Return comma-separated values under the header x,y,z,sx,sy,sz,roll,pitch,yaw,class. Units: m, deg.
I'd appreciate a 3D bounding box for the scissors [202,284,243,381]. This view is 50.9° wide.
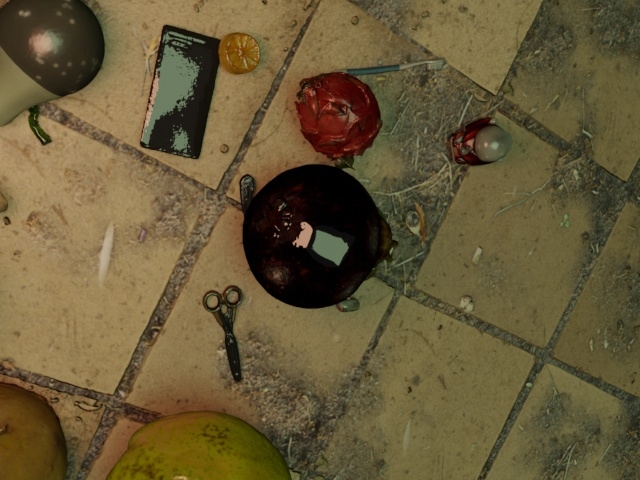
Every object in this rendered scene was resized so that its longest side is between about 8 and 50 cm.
x,y,z,sx,sy,sz,roll,pitch,yaw,class
-0.198,0.208,1.470,0.088,0.017,0.220,-13,106,-19,scissors

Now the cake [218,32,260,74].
x,y,z,sx,sy,sz,roll,pitch,yaw,class
-0.161,-0.373,1.345,0.084,0.044,0.084,-7,104,-31,cake

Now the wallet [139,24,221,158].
x,y,z,sx,sy,sz,roll,pitch,yaw,class
-0.274,-0.291,1.332,0.124,0.025,0.244,10,95,-26,wallet

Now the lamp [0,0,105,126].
x,y,z,sx,sy,sz,roll,pitch,yaw,class
-0.519,-0.309,1.183,0.314,0.182,0.182,-30,114,21,lamp

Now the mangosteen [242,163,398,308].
x,y,z,sx,sy,sz,roll,pitch,yaw,class
-0.010,-0.010,1.373,0.296,0.313,0.297,2,96,16,mangosteen

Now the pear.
x,y,z,sx,sy,sz,roll,pitch,yaw,class
-0.253,0.515,1.327,0.391,0.391,0.391,-5,102,-21,pear

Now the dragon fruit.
x,y,z,sx,sy,sz,roll,pitch,yaw,class
0.040,-0.255,1.387,0.172,0.172,0.209,-37,126,-11,dragon fruit

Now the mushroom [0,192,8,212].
x,y,z,sx,sy,sz,roll,pitch,yaw,class
-0.688,0.045,1.096,0.356,0.315,0.315,-12,105,-19,mushroom

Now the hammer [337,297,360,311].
x,y,z,sx,sy,sz,roll,pitch,yaw,class
0.063,0.123,1.553,0.052,0.031,0.083,-5,92,-24,hammer

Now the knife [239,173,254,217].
x,y,z,sx,sy,sz,roll,pitch,yaw,class
-0.153,-0.080,1.428,0.031,0.018,0.121,-8,106,-18,knife

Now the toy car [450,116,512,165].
x,y,z,sx,sy,sz,roll,pitch,yaw,class
0.382,-0.222,1.560,0.139,0.112,0.112,-19,108,-18,toy car

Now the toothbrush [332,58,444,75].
x,y,z,sx,sy,sz,roll,pitch,yaw,class
0.154,-0.378,1.488,0.275,0.019,0.025,-11,113,-20,toothbrush

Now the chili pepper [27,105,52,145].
x,y,z,sx,sy,sz,roll,pitch,yaw,class
-0.527,-0.217,1.250,0.027,0.022,0.083,-10,108,15,chili pepper

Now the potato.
x,y,z,sx,sy,sz,roll,pitch,yaw,class
-0.669,0.471,1.180,0.442,0.319,0.385,-47,114,-10,potato
